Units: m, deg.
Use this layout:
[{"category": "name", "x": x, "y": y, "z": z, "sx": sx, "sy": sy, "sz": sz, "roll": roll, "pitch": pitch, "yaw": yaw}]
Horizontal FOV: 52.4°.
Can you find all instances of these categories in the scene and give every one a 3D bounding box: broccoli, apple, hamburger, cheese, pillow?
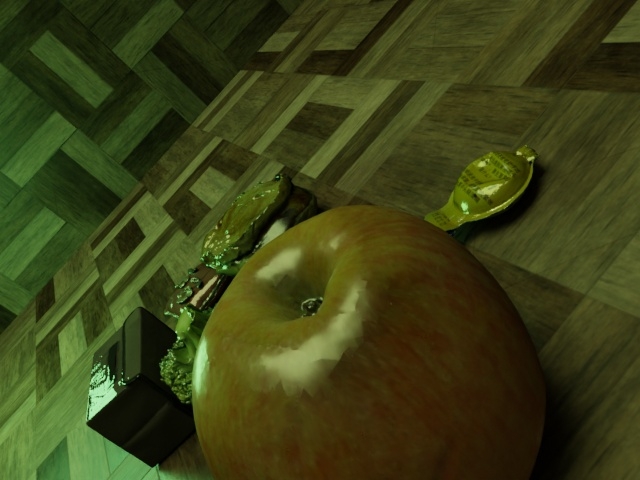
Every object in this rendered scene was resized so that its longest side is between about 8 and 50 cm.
[{"category": "broccoli", "x": -0.197, "y": 0.201, "z": 1.209, "sx": 0.197, "sy": 0.176, "sz": 0.226, "roll": -17, "pitch": 59, "yaw": 22}, {"category": "apple", "x": 0.048, "y": 0.158, "z": 0.732, "sx": 0.391, "sy": 0.346, "sz": 0.391, "roll": -30, "pitch": 30, "yaw": 20}, {"category": "hamburger", "x": -0.132, "y": -0.022, "z": 1.460, "sx": 0.285, "sy": 0.134, "sz": 0.265, "roll": -7, "pitch": 48, "yaw": 59}, {"category": "cheese", "x": 0.241, "y": -0.064, "z": 1.049, "sx": 0.250, "sy": 0.064, "sz": 0.156, "roll": -38, "pitch": 26, "yaw": 8}, {"category": "pillow", "x": -0.302, "y": 0.122, "z": 1.567, "sx": 0.171, "sy": 0.075, "sz": 0.179, "roll": -54, "pitch": 27, "yaw": -15}]

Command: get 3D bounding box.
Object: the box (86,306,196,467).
[{"category": "box", "x": -0.347, "y": 0.288, "z": 1.297, "sx": 0.153, "sy": 0.188, "sz": 0.252, "roll": -42, "pitch": 30, "yaw": 4}]
